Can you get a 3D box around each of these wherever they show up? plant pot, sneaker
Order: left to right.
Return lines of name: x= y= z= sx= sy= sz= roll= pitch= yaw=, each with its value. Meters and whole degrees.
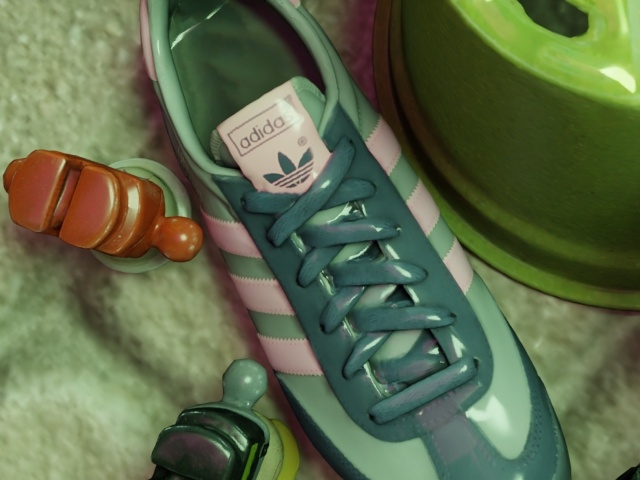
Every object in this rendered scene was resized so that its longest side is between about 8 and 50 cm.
sneaker: x=0.000 y=0.000 z=0.566 sx=0.112 sy=0.131 sz=0.319 roll=-33 pitch=67 yaw=1
plant pot: x=0.136 y=-0.116 z=0.512 sx=0.276 sy=0.254 sz=0.276 roll=-2 pitch=83 yaw=12

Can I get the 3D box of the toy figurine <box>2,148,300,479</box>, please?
toy figurine: x=-0.133 y=0.073 z=0.609 sx=0.213 sy=0.148 sz=0.210 roll=-28 pitch=84 yaw=5

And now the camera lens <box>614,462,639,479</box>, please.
camera lens: x=0.177 y=0.232 z=0.480 sx=0.219 sy=0.219 sz=0.274 roll=-45 pitch=77 yaw=4
